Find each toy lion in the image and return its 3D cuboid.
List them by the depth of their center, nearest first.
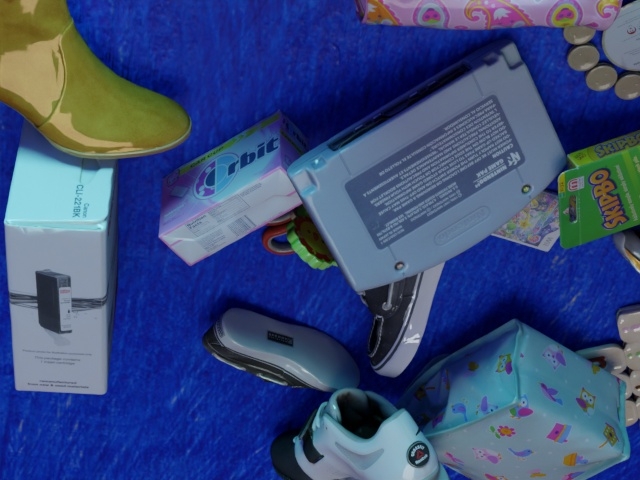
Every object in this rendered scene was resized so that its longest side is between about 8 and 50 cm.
[{"bbox_3d":[0.000,0.000,1.774,0.100,0.096,0.034,33,124,-28],"label":"toy lion"}]

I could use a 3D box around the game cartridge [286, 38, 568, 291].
[{"bbox_3d":[0.128,-0.075,1.685,0.294,0.060,0.196,-31,114,-4],"label":"game cartridge"}]

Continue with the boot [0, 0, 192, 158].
[{"bbox_3d":[-0.279,-0.204,1.596,0.295,0.104,0.211,7,132,-4],"label":"boot"}]

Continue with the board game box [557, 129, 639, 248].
[{"bbox_3d":[0.393,-0.080,1.740,0.259,0.039,0.124,-20,133,-11],"label":"board game box"}]

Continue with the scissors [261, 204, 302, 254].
[{"bbox_3d":[0.046,-0.068,1.795,0.297,0.021,0.109,-25,127,17],"label":"scissors"}]

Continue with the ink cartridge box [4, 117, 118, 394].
[{"bbox_3d":[-0.297,0.017,1.732,0.114,0.197,0.273,3,132,-5],"label":"ink cartridge box"}]

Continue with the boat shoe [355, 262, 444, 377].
[{"bbox_3d":[0.089,0.044,1.838,0.102,0.108,0.301,8,129,-10],"label":"boat shoe"}]

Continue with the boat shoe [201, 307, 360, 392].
[{"bbox_3d":[-0.051,0.152,1.956,0.219,0.077,0.070,25,139,-22],"label":"boat shoe"}]

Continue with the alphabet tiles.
[{"bbox_3d":[0.495,0.179,2.037,0.278,0.021,0.284,-14,132,9],"label":"alphabet tiles"}]

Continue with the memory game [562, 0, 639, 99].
[{"bbox_3d":[0.365,-0.234,1.660,0.186,0.012,0.186,-2,132,-2],"label":"memory game"}]

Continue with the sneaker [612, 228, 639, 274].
[{"bbox_3d":[0.459,0.025,1.864,0.215,0.084,0.083,23,111,-25],"label":"sneaker"}]

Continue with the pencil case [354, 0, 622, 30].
[{"bbox_3d":[0.170,-0.279,1.539,0.284,0.124,0.124,1,132,-2],"label":"pencil case"}]

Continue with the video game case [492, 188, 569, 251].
[{"bbox_3d":[0.249,-0.034,1.837,0.122,0.011,0.087,16,129,-17],"label":"video game case"}]

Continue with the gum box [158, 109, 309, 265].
[{"bbox_3d":[-0.105,-0.059,1.733,0.188,0.107,0.062,-28,127,21],"label":"gum box"}]

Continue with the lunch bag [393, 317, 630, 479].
[{"bbox_3d":[0.247,0.243,1.985,0.223,0.160,0.262,29,139,-26],"label":"lunch bag"}]

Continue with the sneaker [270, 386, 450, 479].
[{"bbox_3d":[0.035,0.255,1.972,0.330,0.122,0.146,-2,114,52],"label":"sneaker"}]
